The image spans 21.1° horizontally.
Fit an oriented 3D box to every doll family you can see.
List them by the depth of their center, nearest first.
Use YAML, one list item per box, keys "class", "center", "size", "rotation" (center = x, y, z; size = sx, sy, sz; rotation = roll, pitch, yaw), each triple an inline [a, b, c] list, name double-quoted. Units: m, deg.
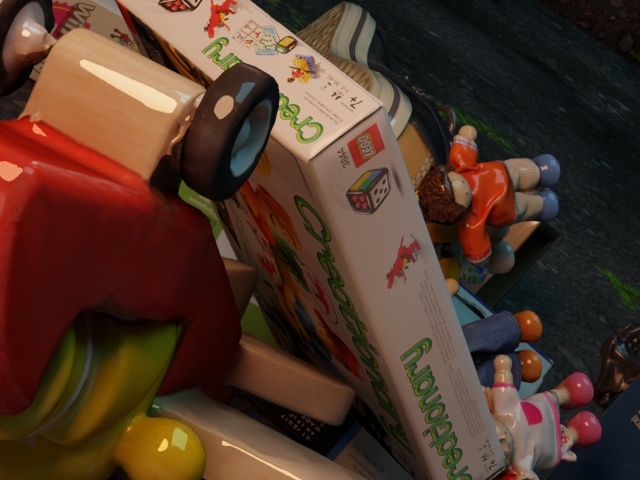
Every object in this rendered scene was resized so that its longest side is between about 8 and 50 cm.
- class: "doll family"
  center: [0.090, 0.057, 1.188]
  size: [0.163, 0.118, 0.263]
  rotation: [-7, 86, -49]

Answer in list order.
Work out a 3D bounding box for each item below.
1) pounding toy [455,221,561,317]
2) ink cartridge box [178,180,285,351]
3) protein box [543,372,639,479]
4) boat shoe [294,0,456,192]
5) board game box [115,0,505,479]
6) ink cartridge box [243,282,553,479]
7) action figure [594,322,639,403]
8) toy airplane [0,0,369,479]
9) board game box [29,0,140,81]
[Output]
- class: "pounding toy"
  center: [0.129, 0.005, 1.576]
  size: [0.100, 0.141, 0.130]
  rotation: [44, 6, 17]
- class: "ink cartridge box"
  center: [-0.118, -0.009, 1.234]
  size: [0.189, 0.097, 0.255]
  rotation: [31, -10, -16]
- class: "protein box"
  center: [0.304, 0.206, 1.295]
  size: [0.136, 0.201, 0.200]
  rotation: [20, 26, -40]
- class: "boat shoe"
  center: [0.016, -0.082, 1.460]
  size: [0.156, 0.187, 0.500]
  rotation: [49, 5, -17]
- class: "board game box"
  center: [0.000, 0.000, 0.964]
  size: [0.193, 0.053, 0.305]
  rotation: [42, -18, 42]
- class: "ink cartridge box"
  center: [0.072, 0.106, 1.327]
  size: [0.165, 0.065, 0.332]
  rotation: [40, 21, 8]
- class: "action figure"
  center: [0.358, 0.172, 1.556]
  size: [0.164, 0.141, 0.276]
  rotation: [26, 19, -32]
- class: "toy airplane"
  center: [-0.122, 0.076, 0.854]
  size: [0.384, 0.272, 0.386]
  rotation: [38, -19, -29]
- class: "board game box"
  center: [-0.249, -0.230, 1.476]
  size: [0.303, 0.097, 0.224]
  rotation: [27, 24, -24]
